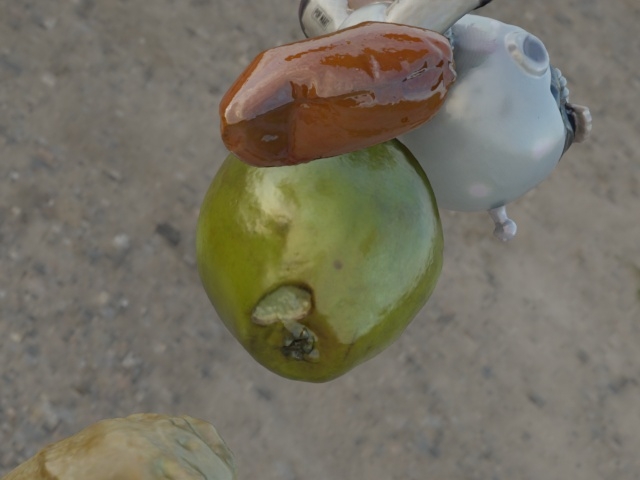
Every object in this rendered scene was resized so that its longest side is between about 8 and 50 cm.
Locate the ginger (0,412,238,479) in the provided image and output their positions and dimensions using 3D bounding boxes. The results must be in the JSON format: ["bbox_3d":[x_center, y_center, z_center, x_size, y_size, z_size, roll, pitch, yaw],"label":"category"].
[{"bbox_3d":[-0.199,0.227,0.939,0.354,0.190,0.126,-40,112,-22],"label":"ginger"}]

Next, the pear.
[{"bbox_3d":[0.000,0.000,1.675,0.269,0.269,0.321,22,47,-23],"label":"pear"}]

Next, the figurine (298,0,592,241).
[{"bbox_3d":[0.135,-0.171,1.842,0.361,0.253,0.211,39,66,-43],"label":"figurine"}]

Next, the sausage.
[{"bbox_3d":[0.009,-0.102,1.098,0.179,0.089,0.089,-16,54,-15],"label":"sausage"}]
